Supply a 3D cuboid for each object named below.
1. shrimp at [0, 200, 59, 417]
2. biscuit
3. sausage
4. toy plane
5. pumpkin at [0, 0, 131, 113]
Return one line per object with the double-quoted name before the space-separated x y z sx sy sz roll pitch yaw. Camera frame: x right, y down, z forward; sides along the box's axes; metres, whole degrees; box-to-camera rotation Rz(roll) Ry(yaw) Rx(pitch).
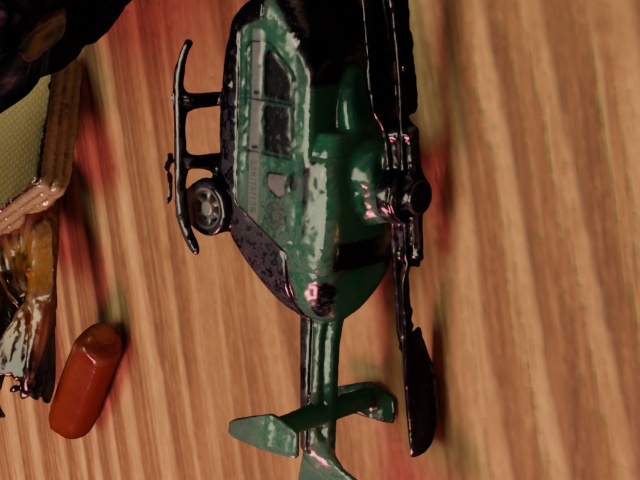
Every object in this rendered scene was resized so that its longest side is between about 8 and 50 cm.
"shrimp" -0.263 0.072 1.208 0.178 0.075 0.289 16 88 59
"biscuit" -0.259 -0.062 1.171 0.199 0.040 0.121 -26 55 47
"sausage" -0.194 0.116 1.175 0.041 0.039 0.131 37 135 11
"toy plane" 0.000 0.000 0.821 0.155 0.106 0.382 11 104 41
"pumpkin" -0.256 -0.222 0.887 0.266 0.363 0.363 51 140 7
